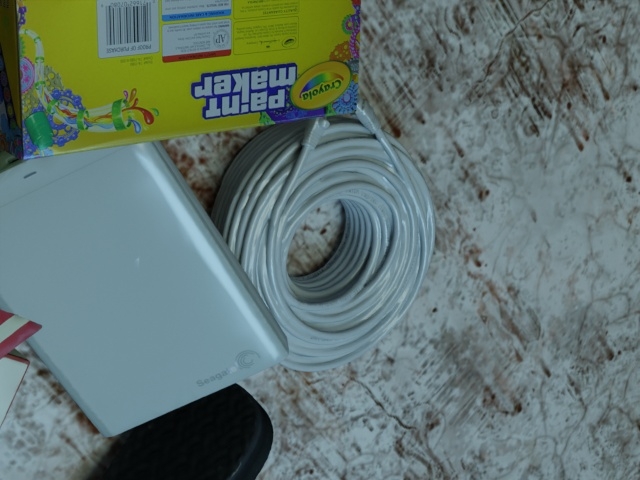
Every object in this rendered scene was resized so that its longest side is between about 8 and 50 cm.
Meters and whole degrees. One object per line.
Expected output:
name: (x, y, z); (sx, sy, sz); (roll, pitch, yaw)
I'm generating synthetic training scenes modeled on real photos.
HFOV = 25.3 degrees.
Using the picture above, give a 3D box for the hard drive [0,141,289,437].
hard drive: (-0.186, 0.033, 1.285); (0.203, 0.040, 0.307); (-24, 125, 9)

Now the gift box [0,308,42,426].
gift box: (-0.376, 0.128, 1.094); (0.276, 0.258, 0.255); (18, 95, -39)

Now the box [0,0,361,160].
box: (-0.163, -0.195, 1.125); (0.290, 0.279, 0.177); (-11, 112, -33)

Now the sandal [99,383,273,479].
sandal: (-0.197, 0.333, 1.373); (0.446, 0.167, 0.107); (-48, 145, -13)

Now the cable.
cable: (0.000, 0.000, 1.443); (0.257, 0.089, 0.257); (-53, 129, -9)
